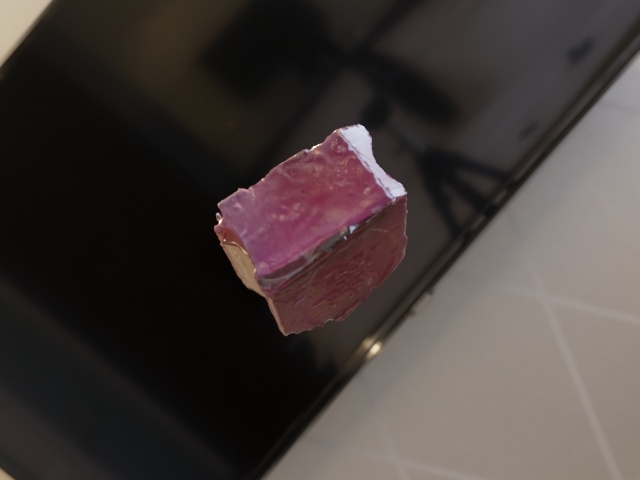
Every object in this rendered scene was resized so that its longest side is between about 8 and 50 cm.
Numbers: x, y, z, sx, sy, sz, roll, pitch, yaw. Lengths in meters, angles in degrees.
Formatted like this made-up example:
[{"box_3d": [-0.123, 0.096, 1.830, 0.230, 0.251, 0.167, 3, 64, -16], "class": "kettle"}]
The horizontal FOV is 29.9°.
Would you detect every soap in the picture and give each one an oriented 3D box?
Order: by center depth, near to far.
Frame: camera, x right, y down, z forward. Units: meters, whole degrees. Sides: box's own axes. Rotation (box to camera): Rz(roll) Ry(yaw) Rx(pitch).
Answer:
[{"box_3d": [0.000, 0.000, 1.126, 0.162, 0.099, 0.250, -38, -15, -6], "class": "soap"}]
